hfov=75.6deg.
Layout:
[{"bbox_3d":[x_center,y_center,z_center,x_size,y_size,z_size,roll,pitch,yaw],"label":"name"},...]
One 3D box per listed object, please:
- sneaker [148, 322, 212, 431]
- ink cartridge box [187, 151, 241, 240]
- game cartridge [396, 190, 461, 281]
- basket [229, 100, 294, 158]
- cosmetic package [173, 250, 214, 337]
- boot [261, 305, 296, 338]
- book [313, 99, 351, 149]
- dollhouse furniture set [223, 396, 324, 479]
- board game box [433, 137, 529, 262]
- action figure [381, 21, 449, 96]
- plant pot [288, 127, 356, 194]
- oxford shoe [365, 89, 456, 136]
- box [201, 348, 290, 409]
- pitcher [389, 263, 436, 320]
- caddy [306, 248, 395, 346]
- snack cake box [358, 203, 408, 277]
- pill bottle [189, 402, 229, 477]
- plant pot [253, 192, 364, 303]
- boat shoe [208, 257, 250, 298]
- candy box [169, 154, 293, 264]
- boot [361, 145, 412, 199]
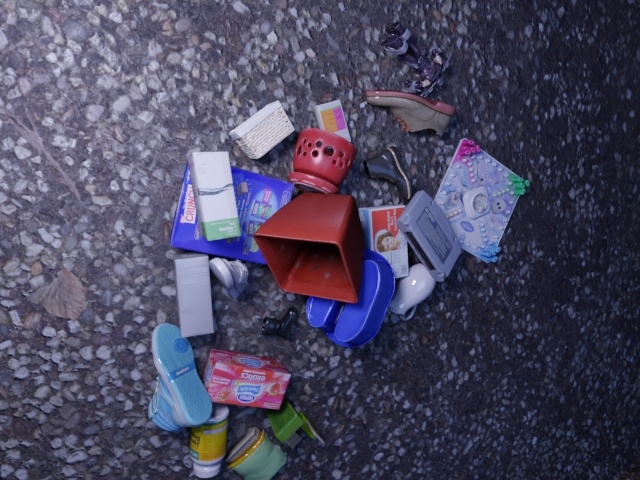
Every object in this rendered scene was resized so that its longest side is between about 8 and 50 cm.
[{"bbox_3d":[-0.469,0.429,1.252,0.127,0.208,0.319,-2,61,-54],"label":"sneaker"},{"bbox_3d":[-0.285,-0.119,1.095,0.092,0.160,0.220,-10,100,-22],"label":"ink cartridge box"},{"bbox_3d":[0.401,-0.022,1.499,0.297,0.062,0.198,53,51,-19],"label":"game cartridge"},{"bbox_3d":[-0.178,-0.336,1.270,0.167,0.113,0.103,-41,114,-13],"label":"basket"},{"bbox_3d":[-0.384,0.157,1.244,0.107,0.127,0.238,-8,102,-22],"label":"cosmetic package"},{"bbox_3d":[-0.144,0.276,1.407,0.099,0.045,0.121,15,92,-21],"label":"boot"},{"bbox_3d":[0.043,-0.393,1.397,0.096,0.035,0.144,-22,106,-22],"label":"book"},{"bbox_3d":[-0.155,0.724,1.404,0.301,0.151,0.198,-42,111,-12],"label":"dollhouse furniture set"},{"bbox_3d":[0.646,-0.152,1.673,0.389,0.050,0.390,26,87,-23],"label":"board game box"},{"bbox_3d":[0.343,-0.635,1.457,0.285,0.099,0.185,33,77,-27],"label":"action figure"},{"bbox_3d":[0.001,-0.235,1.308,0.191,0.191,0.174,20,85,-24],"label":"plant pot"},{"bbox_3d":[0.313,-0.448,1.457,0.347,0.123,0.130,9,111,-16],"label":"oxford shoe"},{"bbox_3d":[-0.244,0.452,1.344,0.256,0.122,0.128,18,91,-24],"label":"box"},{"bbox_3d":[0.351,0.203,1.573,0.207,0.125,0.178,-49,137,-2],"label":"pitcher"},{"bbox_3d":[0.106,0.189,1.391,0.179,0.241,0.342,25,87,-59],"label":"caddy"},{"bbox_3d":[0.229,0.007,1.499,0.152,0.089,0.265,-8,100,-20],"label":"snack cake box"},{"bbox_3d":[-0.358,0.638,1.326,0.117,0.117,0.209,3,97,-23],"label":"pill bottle"},{"bbox_3d":[0.000,0.000,1.247,0.267,0.267,0.236,70,35,-44],"label":"plant pot"},{"bbox_3d":[-0.258,0.101,1.229,0.088,0.268,0.096,-40,71,-16],"label":"boat shoe"},{"bbox_3d":[-0.271,-0.089,1.259,0.317,0.122,0.269,13,93,-25],"label":"candy box"},{"bbox_3d":[0.237,-0.222,1.487,0.136,0.077,0.198,-25,93,-13],"label":"boot"}]
